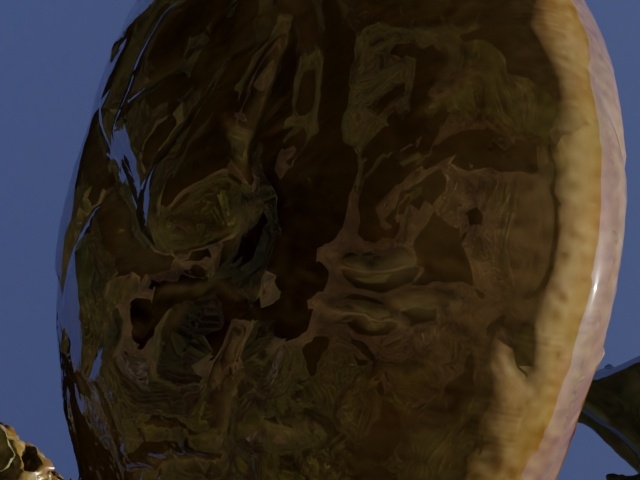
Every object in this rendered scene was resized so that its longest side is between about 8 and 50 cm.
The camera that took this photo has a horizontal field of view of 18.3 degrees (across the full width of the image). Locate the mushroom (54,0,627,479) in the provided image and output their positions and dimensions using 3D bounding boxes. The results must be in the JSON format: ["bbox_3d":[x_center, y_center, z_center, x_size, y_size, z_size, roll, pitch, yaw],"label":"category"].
[{"bbox_3d":[0.000,0.000,0.606,0.278,0.146,0.278,-169,-90,-67],"label":"mushroom"}]

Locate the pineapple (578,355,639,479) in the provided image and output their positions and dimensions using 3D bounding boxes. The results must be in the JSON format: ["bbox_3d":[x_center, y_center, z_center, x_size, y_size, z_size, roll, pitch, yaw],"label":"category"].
[{"bbox_3d":[0.171,0.163,0.838,0.128,0.128,0.248,-19,-98,12],"label":"pineapple"}]

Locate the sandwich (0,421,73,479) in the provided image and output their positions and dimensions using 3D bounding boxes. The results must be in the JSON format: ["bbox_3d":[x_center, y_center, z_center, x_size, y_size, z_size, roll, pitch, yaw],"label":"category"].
[{"bbox_3d":[-0.287,0.178,1.050,0.249,0.095,0.273,27,-113,42],"label":"sandwich"}]
